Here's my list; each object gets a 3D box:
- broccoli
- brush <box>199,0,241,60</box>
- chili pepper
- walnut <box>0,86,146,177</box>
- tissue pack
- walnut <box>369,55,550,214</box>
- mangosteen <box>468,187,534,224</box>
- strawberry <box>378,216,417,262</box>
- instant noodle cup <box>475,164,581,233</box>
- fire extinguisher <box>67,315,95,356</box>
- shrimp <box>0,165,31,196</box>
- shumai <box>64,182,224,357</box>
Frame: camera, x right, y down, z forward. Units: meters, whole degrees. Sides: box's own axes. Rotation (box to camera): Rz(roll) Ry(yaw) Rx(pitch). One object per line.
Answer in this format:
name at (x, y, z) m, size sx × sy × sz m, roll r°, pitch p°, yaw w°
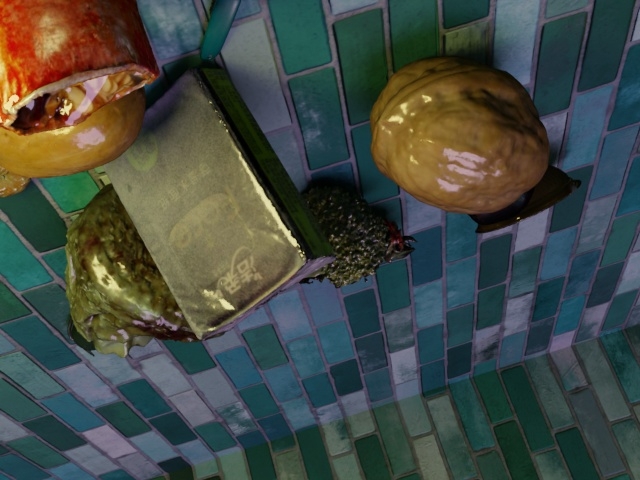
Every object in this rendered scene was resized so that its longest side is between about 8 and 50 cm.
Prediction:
broccoli at (0.005, -0.012, 2.057) m, size 0.273 × 0.242 × 0.180 m, roll -18°, pitch 137°, yaw 12°
brush at (-0.168, -0.354, 1.531) m, size 0.043 × 0.032 × 0.193 m, roll -11°, pitch 164°, yaw -22°
chili pepper at (-0.359, -0.282, 1.261) m, size 0.251 × 0.305 × 0.229 m, roll -11°, pitch 159°, yaw -34°
walnut at (-0.422, -0.199, 1.483) m, size 0.298 × 0.203 × 0.203 m, roll -16°, pitch 152°, yaw 3°
tissue pack at (-0.186, -0.063, 1.644) m, size 0.288 × 0.394 × 0.124 m, roll -36°, pitch 169°, yaw 30°
walnut at (0.250, -0.199, 1.757) m, size 0.344 × 0.306 × 0.306 m, roll 2°, pitch 146°, yaw -33°
mangosteen at (0.374, -0.151, 2.026) m, size 0.243 × 0.242 × 0.243 m, roll -14°, pitch 152°, yaw -8°
strawberry at (0.083, 0.008, 2.231) m, size 0.286 × 0.106 × 0.188 m, roll -12°, pitch 156°, yaw -19°
instant noodle cup at (0.466, -0.117, 2.201) m, size 0.274 × 0.090 × 0.274 m, roll -27°, pitch -174°, yaw 3°
fire extinguisher at (-0.531, 0.191, 2.234) m, size 0.118 × 0.093 × 0.294 m, roll 24°, pitch 138°, yaw -16°
shrimp at (-0.596, -0.134, 1.649) m, size 0.115 × 0.051 × 0.217 m, roll -33°, pitch 149°, yaw 13°
shumai at (-0.357, 0.087, 1.867) m, size 0.395 × 0.395 × 0.348 m, roll 10°, pitch 139°, yaw -42°
